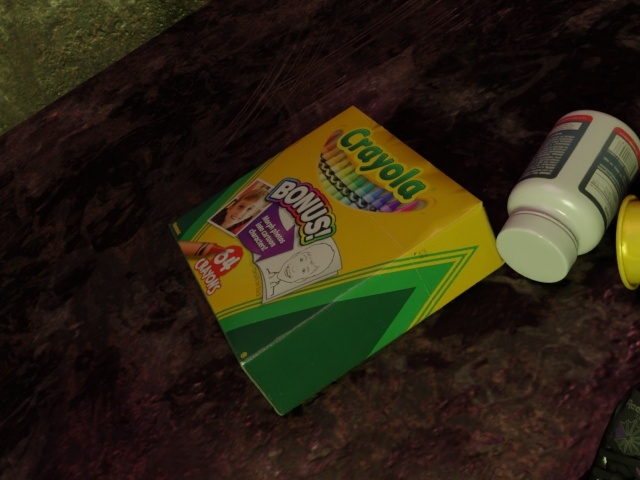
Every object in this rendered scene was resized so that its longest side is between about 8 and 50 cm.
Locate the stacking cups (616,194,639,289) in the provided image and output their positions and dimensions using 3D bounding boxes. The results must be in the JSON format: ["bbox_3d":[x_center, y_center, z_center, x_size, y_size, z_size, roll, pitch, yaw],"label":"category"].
[{"bbox_3d":[0.432,-0.004,0.747,0.316,0.096,0.096,-3,44,36],"label":"stacking cups"}]

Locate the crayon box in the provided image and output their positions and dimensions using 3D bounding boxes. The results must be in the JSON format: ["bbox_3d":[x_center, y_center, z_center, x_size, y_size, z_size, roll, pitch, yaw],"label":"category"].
[{"bbox_3d":[0.000,0.000,1.069,0.313,0.106,0.363,-35,34,-4],"label":"crayon box"}]

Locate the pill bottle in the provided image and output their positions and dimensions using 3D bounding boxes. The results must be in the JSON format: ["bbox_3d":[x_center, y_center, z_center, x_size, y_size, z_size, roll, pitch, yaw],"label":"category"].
[{"bbox_3d":[0.267,-0.046,0.919,0.108,0.108,0.180,9,51,44],"label":"pill bottle"}]

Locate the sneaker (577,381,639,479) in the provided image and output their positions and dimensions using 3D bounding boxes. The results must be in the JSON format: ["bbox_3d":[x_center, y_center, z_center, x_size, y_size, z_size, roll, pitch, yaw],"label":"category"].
[{"bbox_3d":[0.236,0.175,0.649,0.283,0.124,0.107,-42,35,-14],"label":"sneaker"}]
